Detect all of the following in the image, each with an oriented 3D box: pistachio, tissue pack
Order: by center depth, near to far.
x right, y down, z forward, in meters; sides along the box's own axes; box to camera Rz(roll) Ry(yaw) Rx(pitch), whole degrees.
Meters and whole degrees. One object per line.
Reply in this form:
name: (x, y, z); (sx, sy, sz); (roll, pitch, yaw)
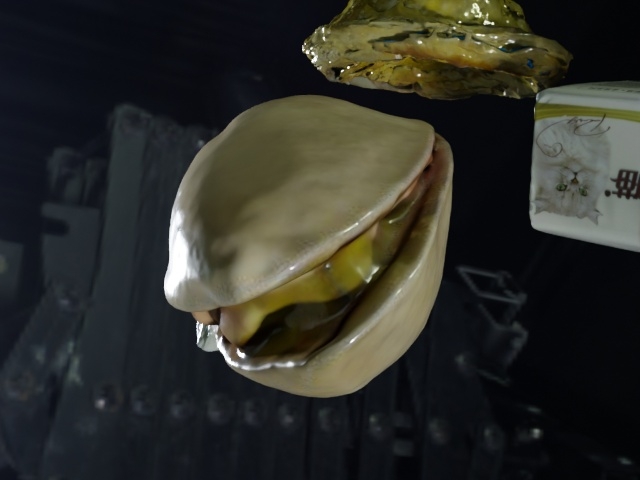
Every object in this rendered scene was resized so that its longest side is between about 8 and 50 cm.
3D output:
tissue pack: (0.216, -0.042, 0.708); (0.148, 0.106, 0.099); (14, -72, 45)
pistachio: (0.000, 0.000, 0.810); (0.214, 0.193, 0.318); (-36, -166, 10)

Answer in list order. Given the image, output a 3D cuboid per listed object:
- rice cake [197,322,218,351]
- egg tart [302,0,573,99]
rice cake: (-0.107, 0.016, 1.430); (0.052, 0.057, 0.256); (-119, -145, -58)
egg tart: (0.120, -0.212, 1.217); (0.291, 0.291, 0.107); (3, -92, 55)
